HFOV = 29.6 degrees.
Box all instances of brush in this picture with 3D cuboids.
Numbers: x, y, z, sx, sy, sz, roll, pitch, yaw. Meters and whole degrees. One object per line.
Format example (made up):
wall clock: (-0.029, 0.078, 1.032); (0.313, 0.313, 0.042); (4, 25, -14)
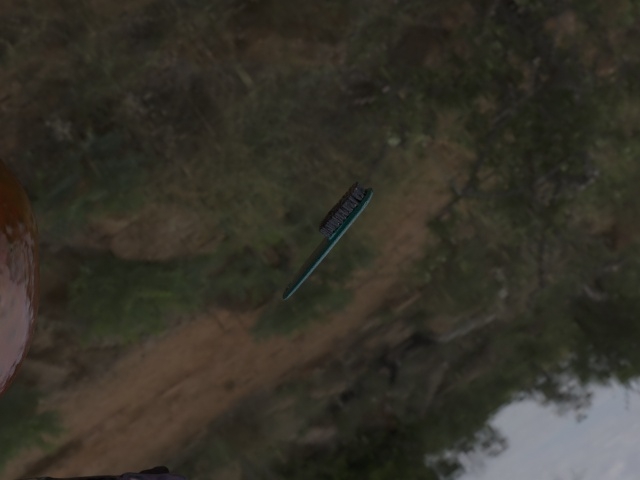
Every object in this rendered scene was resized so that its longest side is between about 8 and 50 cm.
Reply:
brush: (0.000, 0.000, 1.545); (0.193, 0.032, 0.043); (-49, -166, 22)

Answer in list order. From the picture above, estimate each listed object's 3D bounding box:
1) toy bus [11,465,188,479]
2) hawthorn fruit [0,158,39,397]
toy bus: (-0.147, 0.376, 0.888); (0.249, 0.209, 0.439); (-10, 126, 6)
hawthorn fruit: (-0.481, 0.065, 1.328); (0.403, 0.402, 0.403); (-33, 169, -8)
